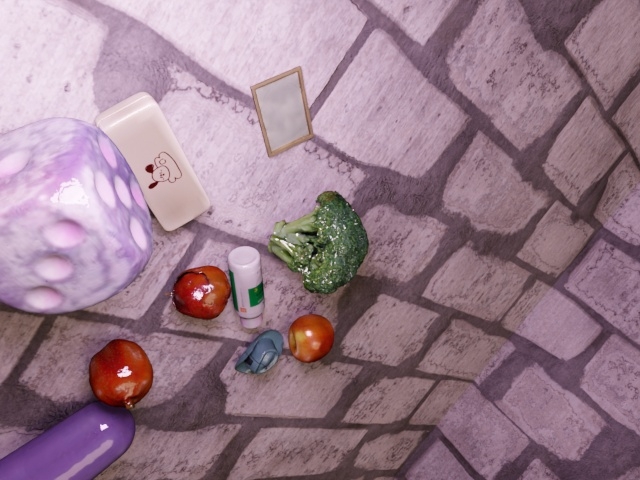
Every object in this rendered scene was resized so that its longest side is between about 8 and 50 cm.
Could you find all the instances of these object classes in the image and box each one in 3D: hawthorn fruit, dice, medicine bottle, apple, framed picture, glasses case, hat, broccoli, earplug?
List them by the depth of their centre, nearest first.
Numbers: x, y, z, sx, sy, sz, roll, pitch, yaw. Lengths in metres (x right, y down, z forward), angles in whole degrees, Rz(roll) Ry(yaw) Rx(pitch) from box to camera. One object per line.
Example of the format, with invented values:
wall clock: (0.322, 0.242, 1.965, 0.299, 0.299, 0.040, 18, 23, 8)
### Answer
dice: (-0.493, -0.044, 1.047, 0.270, 0.270, 0.271, -20, 136, 2)
glasses case: (-0.362, -0.166, 1.240, 0.131, 0.070, 0.313, -32, 137, -12)
framed picture: (-0.090, -0.314, 1.377, 0.136, 0.010, 0.201, -29, 137, -17)
hawthorn fruit: (-0.513, 0.357, 1.463, 0.169, 0.188, 0.169, -28, 142, -24)
hawthorn fruit: (-0.324, 0.137, 1.473, 0.172, 0.148, 0.148, 5, 121, -18)
earplug: (-0.714, 0.606, 1.507, 0.456, 0.215, 0.215, -35, 138, -14)
broccoli: (0.000, 0.000, 1.538, 0.275, 0.308, 0.308, 14, 121, -2)
medicine bottle: (-0.208, 0.140, 1.593, 0.095, 0.095, 0.260, -20, 134, -24)
hat: (-0.188, 0.381, 1.817, 0.191, 0.078, 0.138, -50, 140, 7)
apple: (-0.029, 0.318, 1.831, 0.139, 0.163, 0.163, -7, 127, -25)
